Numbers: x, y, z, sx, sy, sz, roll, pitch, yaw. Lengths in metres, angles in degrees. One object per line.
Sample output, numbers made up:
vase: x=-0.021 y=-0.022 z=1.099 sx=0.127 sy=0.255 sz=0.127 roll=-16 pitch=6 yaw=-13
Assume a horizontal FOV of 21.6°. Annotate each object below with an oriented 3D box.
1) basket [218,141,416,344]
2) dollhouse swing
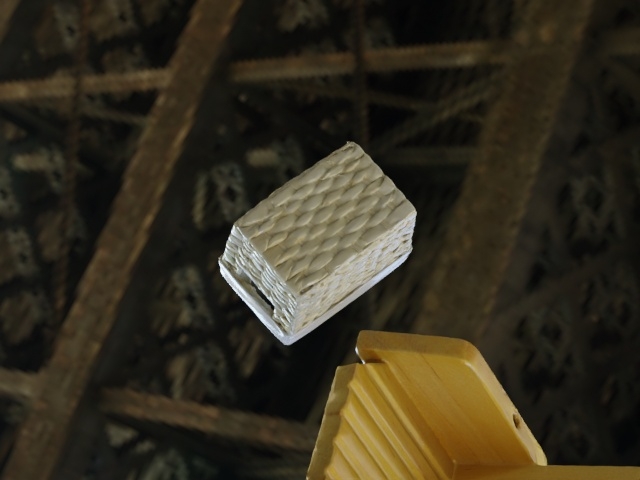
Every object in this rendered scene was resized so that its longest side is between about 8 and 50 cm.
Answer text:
basket: x=0.000 y=0.000 z=1.613 sx=0.167 sy=0.103 sz=0.113 roll=-36 pitch=-105 yaw=-21
dollhouse swing: x=0.196 y=0.277 z=1.639 sx=0.305 sy=0.315 sz=0.347 roll=-13 pitch=-142 yaw=28
